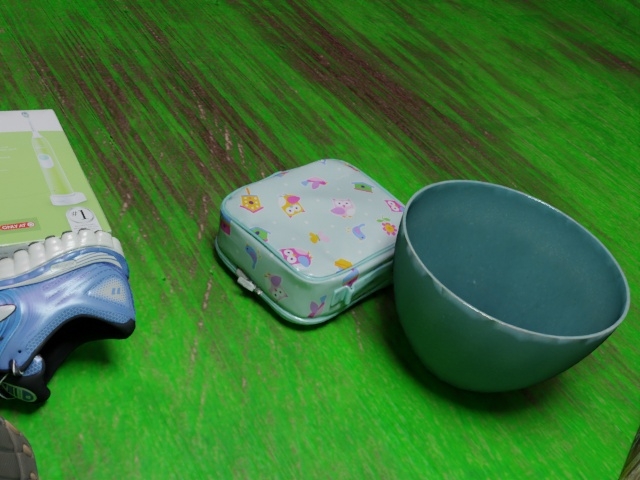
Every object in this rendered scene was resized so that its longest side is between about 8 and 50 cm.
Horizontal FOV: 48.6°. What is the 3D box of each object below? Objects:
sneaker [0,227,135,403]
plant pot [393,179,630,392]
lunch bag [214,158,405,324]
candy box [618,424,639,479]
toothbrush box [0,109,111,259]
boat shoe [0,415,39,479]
[{"bbox_3d":[-0.345,0.105,0.719,0.330,0.129,0.147,-21,72,-19],"label":"sneaker"},{"bbox_3d":[0.215,0.083,0.924,0.290,0.195,0.290,11,38,-9],"label":"plant pot"},{"bbox_3d":[0.000,0.000,1.016,0.279,0.107,0.224,-25,58,-41],"label":"lunch bag"},{"bbox_3d":[0.490,0.199,0.900,0.088,0.182,0.316,33,40,20],"label":"candy box"},{"bbox_3d":[-0.409,-0.042,0.893,0.206,0.122,0.283,-10,46,-32],"label":"toothbrush box"},{"bbox_3d":[-0.296,0.303,0.531,0.130,0.132,0.355,-16,46,-1],"label":"boat shoe"}]
